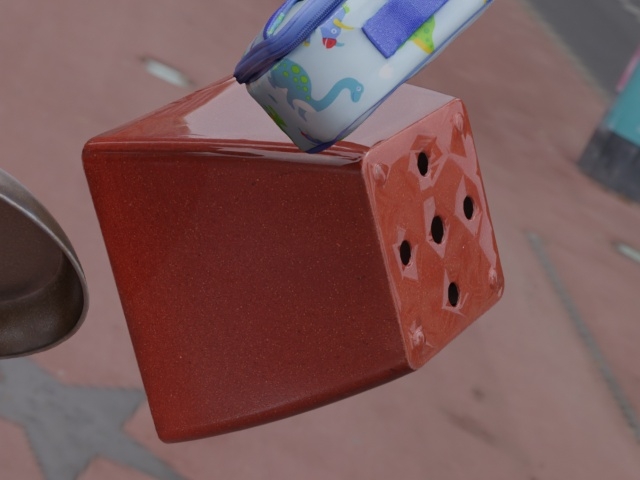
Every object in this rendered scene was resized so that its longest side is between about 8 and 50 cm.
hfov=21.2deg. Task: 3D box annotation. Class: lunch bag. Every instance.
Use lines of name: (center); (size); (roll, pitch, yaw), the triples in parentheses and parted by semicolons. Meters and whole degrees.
lunch bag: (0.054, -0.152, 1.024); (0.090, 0.219, 0.176); (48, -8, -7)

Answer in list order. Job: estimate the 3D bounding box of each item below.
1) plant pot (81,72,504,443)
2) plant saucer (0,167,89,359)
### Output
plant pot: (0.000, 0.000, 1.433); (0.236, 0.267, 0.267); (-3, 18, 34)
plant saucer: (-0.322, -0.004, 1.300); (0.310, 0.310, 0.050); (22, 57, -15)
